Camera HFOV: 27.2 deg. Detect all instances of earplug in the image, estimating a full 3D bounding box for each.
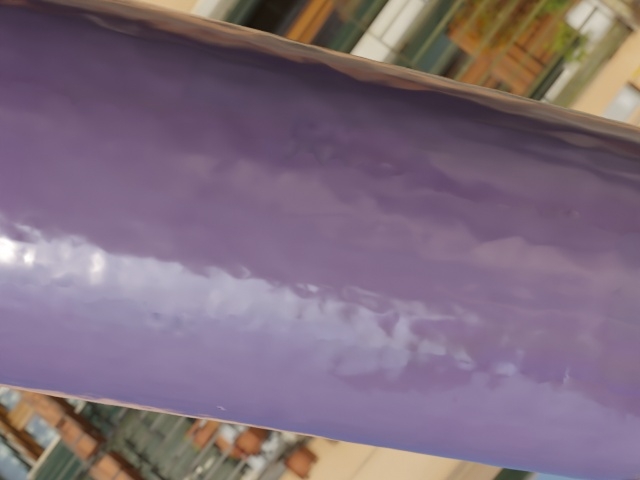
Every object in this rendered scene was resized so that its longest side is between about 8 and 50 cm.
[{"bbox_3d":[0.000,0.000,0.652,0.456,0.215,0.215,11,-166,6],"label":"earplug"}]
